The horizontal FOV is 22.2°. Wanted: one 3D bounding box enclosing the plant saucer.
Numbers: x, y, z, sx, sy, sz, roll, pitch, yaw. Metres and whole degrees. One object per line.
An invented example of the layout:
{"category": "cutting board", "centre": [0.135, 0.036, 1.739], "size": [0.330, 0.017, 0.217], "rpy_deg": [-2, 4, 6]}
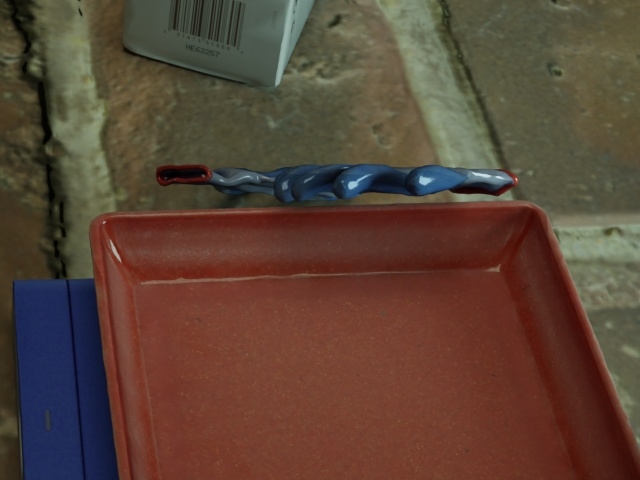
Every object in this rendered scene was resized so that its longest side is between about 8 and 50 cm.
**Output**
{"category": "plant saucer", "centre": [0.021, 0.086, 0.829], "size": [0.259, 0.048, 0.258], "rpy_deg": [-2, 46, -13]}

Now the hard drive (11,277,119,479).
{"category": "hard drive", "centre": [0.001, 0.102, 0.873], "size": [0.318, 0.040, 0.210], "rpy_deg": [-1, 45, -13]}

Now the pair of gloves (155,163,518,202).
{"category": "pair of gloves", "centre": [0.005, -0.032, 0.940], "size": [0.198, 0.023, 0.159], "rpy_deg": [1, 1, 42]}

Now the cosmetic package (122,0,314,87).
{"category": "cosmetic package", "centre": [-0.050, -0.217, 1.155], "size": [0.117, 0.085, 0.231], "rpy_deg": [17, 43, 5]}
